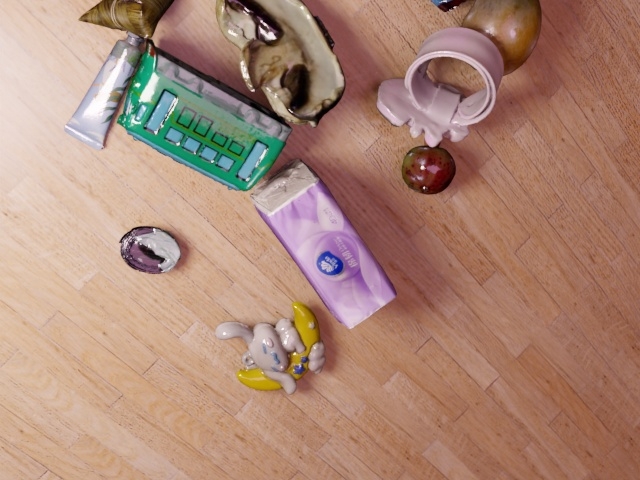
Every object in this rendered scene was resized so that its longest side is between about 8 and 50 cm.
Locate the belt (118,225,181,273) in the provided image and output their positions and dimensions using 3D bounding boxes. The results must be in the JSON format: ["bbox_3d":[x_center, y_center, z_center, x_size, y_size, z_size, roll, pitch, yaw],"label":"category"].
[{"bbox_3d":[-0.381,0.020,1.557,0.139,0.058,0.105,16,94,-16],"label":"belt"}]

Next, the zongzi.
[{"bbox_3d":[-0.380,-0.502,1.422,0.187,0.184,0.084,-62,150,-28],"label":"zongzi"}]

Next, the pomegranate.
[{"bbox_3d":[0.269,-0.186,1.660,0.129,0.129,0.159,38,83,-22],"label":"pomegranate"}]

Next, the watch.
[{"bbox_3d":[0.267,-0.346,1.541,0.244,0.231,0.196,26,56,-1],"label":"watch"}]

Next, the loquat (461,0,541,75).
[{"bbox_3d":[0.415,-0.490,1.594,0.179,0.179,0.228,20,102,-20],"label":"loquat"}]

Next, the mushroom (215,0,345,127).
[{"bbox_3d":[-0.094,-0.389,1.454,0.344,0.130,0.247,49,58,-4],"label":"mushroom"}]

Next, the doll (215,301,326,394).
[{"bbox_3d":[-0.105,0.263,1.675,0.237,0.111,0.252,-23,119,-8],"label":"doll"}]

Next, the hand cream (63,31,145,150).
[{"bbox_3d":[-0.442,-0.317,1.457,0.088,0.055,0.256,29,102,-17],"label":"hand cream"}]

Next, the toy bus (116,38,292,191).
[{"bbox_3d":[-0.249,-0.250,1.458,0.343,0.183,0.200,28,102,-20],"label":"toy bus"}]

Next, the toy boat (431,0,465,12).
[{"bbox_3d":[0.330,-0.615,1.569,0.223,0.100,0.097,-42,121,-4],"label":"toy boat"}]

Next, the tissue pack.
[{"bbox_3d":[0.000,0.000,1.565,0.160,0.242,0.338,-36,111,-1],"label":"tissue pack"}]
